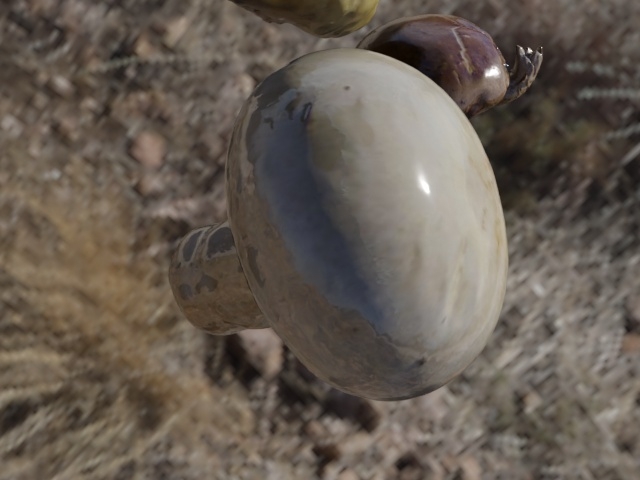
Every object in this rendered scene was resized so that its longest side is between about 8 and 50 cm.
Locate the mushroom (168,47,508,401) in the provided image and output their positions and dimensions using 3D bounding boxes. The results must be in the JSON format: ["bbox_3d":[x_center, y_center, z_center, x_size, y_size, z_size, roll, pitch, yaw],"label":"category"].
[{"bbox_3d":[0.006,-0.014,1.116,0.209,0.206,0.206,10,41,22],"label":"mushroom"}]

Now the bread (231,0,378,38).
[{"bbox_3d":[-0.058,-0.230,1.298,0.244,0.134,0.244,26,4,-2],"label":"bread"}]

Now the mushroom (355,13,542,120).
[{"bbox_3d":[0.106,-0.145,1.623,0.171,0.080,0.135,-7,39,-18],"label":"mushroom"}]
